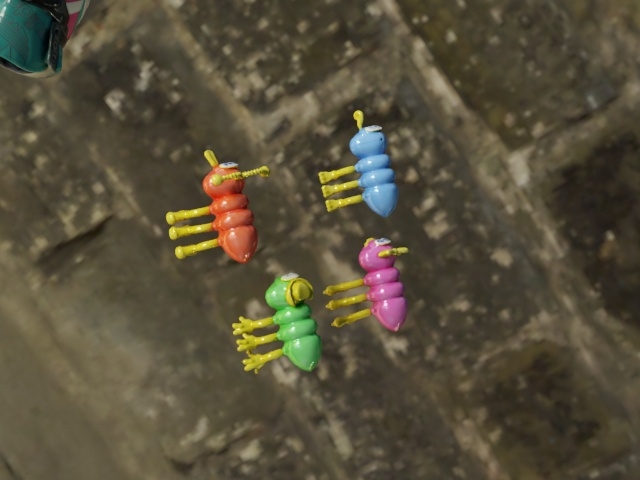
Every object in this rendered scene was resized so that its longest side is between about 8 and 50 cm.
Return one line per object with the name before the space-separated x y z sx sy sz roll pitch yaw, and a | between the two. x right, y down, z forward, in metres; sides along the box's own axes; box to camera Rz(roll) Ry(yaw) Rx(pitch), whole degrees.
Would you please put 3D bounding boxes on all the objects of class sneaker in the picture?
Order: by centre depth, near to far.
sneaker | -0.334 -0.289 1.584 0.124 0.295 0.178 21 59 -2

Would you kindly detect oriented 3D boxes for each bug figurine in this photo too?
bug figurine | 0.000 0.000 1.275 0.279 0.072 0.216 -19 94 -43
